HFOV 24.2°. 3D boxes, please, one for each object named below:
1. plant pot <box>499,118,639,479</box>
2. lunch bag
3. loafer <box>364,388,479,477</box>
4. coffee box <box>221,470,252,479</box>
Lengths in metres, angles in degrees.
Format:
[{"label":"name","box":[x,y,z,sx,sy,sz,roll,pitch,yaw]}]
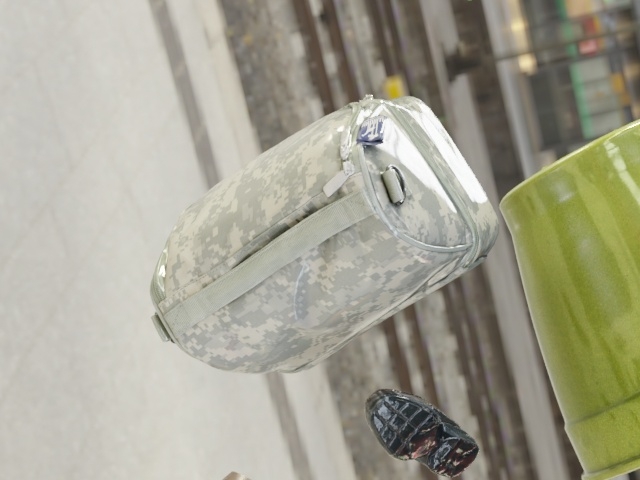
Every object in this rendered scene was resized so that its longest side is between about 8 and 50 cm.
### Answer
[{"label":"plant pot","box":[0.394,0.052,1.790,0.353,0.366,0.366,62,9,7]},{"label":"lunch bag","box":[0.000,0.000,1.501,0.213,0.305,0.256,59,26,3]},{"label":"loafer","box":[0.087,0.179,1.449,0.170,0.062,0.061,40,6,-48]},{"label":"coffee box","box":[-0.075,0.343,1.094,0.168,0.119,0.297,-37,143,-45]}]
